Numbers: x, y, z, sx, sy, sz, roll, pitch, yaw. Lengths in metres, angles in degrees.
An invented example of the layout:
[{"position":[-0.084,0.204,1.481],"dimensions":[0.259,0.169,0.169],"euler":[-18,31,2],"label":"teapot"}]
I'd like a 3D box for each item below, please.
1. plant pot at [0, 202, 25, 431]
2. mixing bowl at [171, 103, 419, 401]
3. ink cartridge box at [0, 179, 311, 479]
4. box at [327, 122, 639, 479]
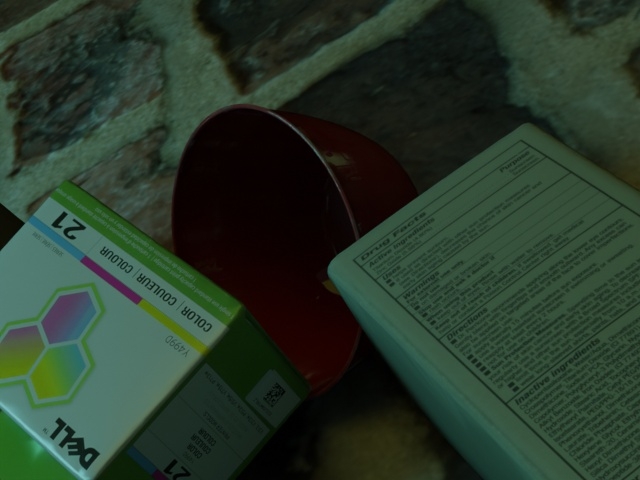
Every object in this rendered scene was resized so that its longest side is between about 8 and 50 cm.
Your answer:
[{"position":[-0.292,0.041,1.135],"dimensions":[0.263,0.229,0.263],"euler":[-22,32,15],"label":"plant pot"},{"position":[0.000,0.000,1.013],"dimensions":[0.098,0.181,0.181],"euler":[-14,15,-39],"label":"mixing bowl"},{"position":[-0.161,0.117,0.967],"dimensions":[0.255,0.097,0.188],"euler":[-48,48,-11],"label":"ink cartridge box"},{"position":[0.140,0.070,0.797],"dimensions":[0.148,0.121,0.311],"euler":[-35,30,-5],"label":"box"}]
